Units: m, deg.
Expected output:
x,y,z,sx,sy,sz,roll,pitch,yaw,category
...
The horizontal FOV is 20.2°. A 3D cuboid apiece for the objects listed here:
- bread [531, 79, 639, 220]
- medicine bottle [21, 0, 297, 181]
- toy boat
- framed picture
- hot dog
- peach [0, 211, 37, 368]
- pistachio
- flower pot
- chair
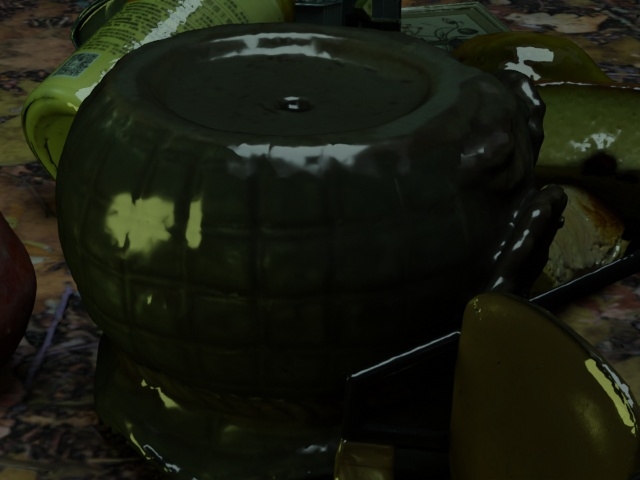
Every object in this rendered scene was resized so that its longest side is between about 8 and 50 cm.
x,y,z,sx,sy,sz,roll,pitch,yaw,category
0.106,-0.070,1.316,0.361,0.077,0.138,4,-15,8,bread
-0.116,-0.133,1.378,0.124,0.124,0.239,16,48,29,medicine bottle
-0.072,-0.170,1.539,0.296,0.114,0.122,3,16,6,toy boat
0.109,-0.183,1.695,0.173,0.010,0.231,-6,26,-15,framed picture
0.150,0.007,1.221,0.169,0.061,0.078,-15,68,-54,hot dog
-0.255,0.030,1.085,0.152,0.152,0.152,1,25,0,peach
0.162,-0.114,1.441,0.189,0.110,0.100,20,-1,36,pistachio
0.000,0.000,1.062,0.301,0.213,0.302,1,26,0,flower pot
0.112,0.117,0.896,0.247,0.172,0.159,-5,26,-30,chair
